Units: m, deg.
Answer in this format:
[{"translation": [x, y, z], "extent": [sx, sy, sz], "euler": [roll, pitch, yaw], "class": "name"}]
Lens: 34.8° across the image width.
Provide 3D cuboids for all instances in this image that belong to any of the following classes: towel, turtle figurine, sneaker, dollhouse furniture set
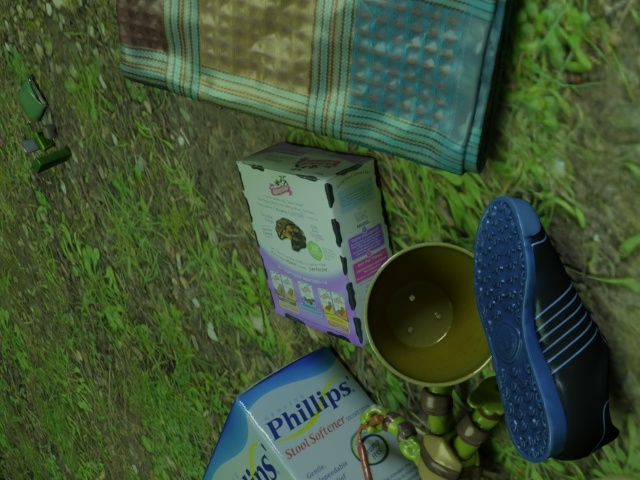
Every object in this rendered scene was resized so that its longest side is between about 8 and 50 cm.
[{"translation": [-0.019, -0.208, 0.876], "extent": [0.370, 0.040, 0.271], "euler": [16, 131, 16], "class": "towel"}, {"translation": [0.143, 0.229, 1.069], "extent": [0.269, 0.087, 0.217], "euler": [45, 137, 41], "class": "turtle figurine"}, {"translation": [0.199, 0.074, 0.892], "extent": [0.081, 0.091, 0.232], "euler": [-23, 72, 60], "class": "sneaker"}, {"translation": [-0.477, -0.189, 1.689], "extent": [0.151, 0.059, 0.076], "euler": [60, 148, 4], "class": "dollhouse furniture set"}]

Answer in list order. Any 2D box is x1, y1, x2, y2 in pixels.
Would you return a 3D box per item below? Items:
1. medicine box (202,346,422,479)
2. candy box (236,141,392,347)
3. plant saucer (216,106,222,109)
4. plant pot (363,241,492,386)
[{"translation": [0.006, 0.330, 1.282], "extent": [0.289, 0.149, 0.263], "euler": [50, 146, 20], "class": "medicine box"}, {"translation": [0.000, 0.000, 1.124], "extent": [0.165, 0.070, 0.196], "euler": [17, 127, 50], "class": "candy box"}, {"translation": [-0.115, -0.307, 1.027], "extent": [0.259, 0.048, 0.258], "euler": [-120, 27, -43], "class": "plant saucer"}, {"translation": [0.103, 0.072, 0.991], "extent": [0.134, 0.134, 0.095], "euler": [62, 174, 2], "class": "plant pot"}]
